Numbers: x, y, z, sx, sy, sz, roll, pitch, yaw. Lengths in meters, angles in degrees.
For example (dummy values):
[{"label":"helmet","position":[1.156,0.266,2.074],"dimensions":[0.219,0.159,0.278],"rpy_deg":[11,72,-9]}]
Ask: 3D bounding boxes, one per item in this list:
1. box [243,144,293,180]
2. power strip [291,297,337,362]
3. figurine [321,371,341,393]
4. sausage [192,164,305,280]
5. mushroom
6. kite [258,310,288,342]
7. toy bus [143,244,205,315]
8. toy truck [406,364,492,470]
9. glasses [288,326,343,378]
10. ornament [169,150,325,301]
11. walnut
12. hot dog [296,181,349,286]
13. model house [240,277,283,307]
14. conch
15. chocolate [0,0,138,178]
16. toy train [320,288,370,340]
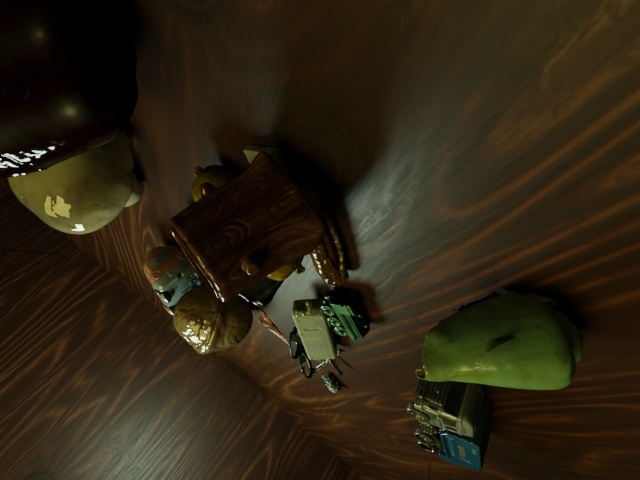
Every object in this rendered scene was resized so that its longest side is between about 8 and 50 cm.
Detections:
[{"label":"box","position":[-0.093,-0.122,0.856],"dimensions":[0.090,0.024,0.167],"rpy_deg":[15,143,38]},{"label":"power strip","position":[-0.014,0.272,1.240],"dimensions":[0.098,0.058,0.338],"rpy_deg":[-5,138,7]},{"label":"figurine","position":[0.041,0.570,1.637],"dimensions":[0.060,0.047,0.106],"rpy_deg":[-10,123,43]},{"label":"sausage","position":[-0.168,-0.042,0.937],"dimensions":[0.347,0.123,0.123],"rpy_deg":[45,150,0]},{"label":"mushroom","position":[-0.672,-0.174,1.132],"dimensions":[0.353,0.325,0.353],"rpy_deg":[6,141,5]},{"label":"kite","position":[-0.216,0.340,1.647],"dimensions":[0.125,0.008,0.222],"rpy_deg":[4,136,46]},{"label":"toy bus","position":[-0.585,0.137,1.625],"dimensions":[0.232,0.194,0.288],"rpy_deg":[44,154,18]},{"label":"toy truck","position":[0.339,0.461,1.058],"dimensions":[0.175,0.146,0.367],"rpy_deg":[8,142,31]},{"label":"glasses","position":[-0.019,0.417,1.435],"dimensions":[0.207,0.102,0.239],"rpy_deg":[12,141,39]},{"label":"ornament","position":[-0.137,-0.009,0.762],"dimensions":[0.221,0.217,0.235],"rpy_deg":[38,155,40]},{"label":"walnut","position":[-0.403,0.287,1.538],"dimensions":[0.277,0.252,0.313],"rpy_deg":[44,150,-4]},{"label":"hot dog","position":[-0.001,0.000,0.880],"dimensions":[0.083,0.068,0.289],"rpy_deg":[24,149,38]},{"label":"model house","position":[-0.212,0.055,1.122],"dimensions":[0.253,0.184,0.291],"rpy_deg":[33,164,-1]},{"label":"conch","position":[0.290,0.159,0.665],"dimensions":[0.250,0.143,0.137],"rpy_deg":[2,-178,21]},{"label":"chocolate","position":[-0.523,-0.329,0.742],"dimensions":[0.383,0.331,0.384],"rpy_deg":[157,90,-90]},{"label":"toy train","position":[0.071,0.195,1.069],"dimensions":[0.111,0.071,0.170],"rpy_deg":[2,135,37]}]
